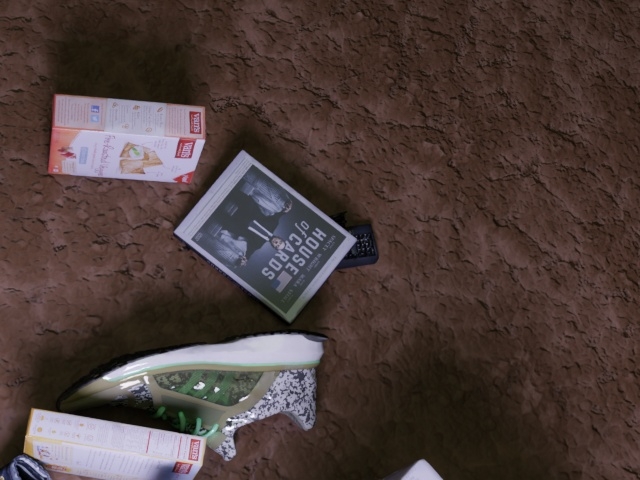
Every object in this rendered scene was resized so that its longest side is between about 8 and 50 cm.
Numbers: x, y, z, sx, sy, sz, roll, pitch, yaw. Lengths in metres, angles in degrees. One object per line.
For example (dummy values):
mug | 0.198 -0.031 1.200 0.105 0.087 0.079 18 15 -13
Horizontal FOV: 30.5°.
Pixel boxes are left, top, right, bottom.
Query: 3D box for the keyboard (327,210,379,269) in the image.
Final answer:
keyboard | 0.000 0.000 1.925 0.192 0.038 0.100 -8 69 -19

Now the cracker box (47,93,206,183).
cracker box | -0.305 -0.156 1.841 0.232 0.156 0.067 3 66 -14

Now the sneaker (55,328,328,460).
sneaker | -0.176 0.240 1.723 0.410 0.158 0.182 -8 87 -13

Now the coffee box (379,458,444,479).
coffee box | 0.067 0.543 1.490 0.334 0.338 0.337 48 52 1

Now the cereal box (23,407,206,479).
cereal box | -0.290 0.295 1.638 0.240 0.173 0.047 12 63 -11

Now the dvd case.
dvd case | -0.088 -0.005 1.883 0.238 0.029 0.179 38 78 3

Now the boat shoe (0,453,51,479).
boat shoe | -0.384 0.382 1.609 0.183 0.083 0.065 51 36 3
